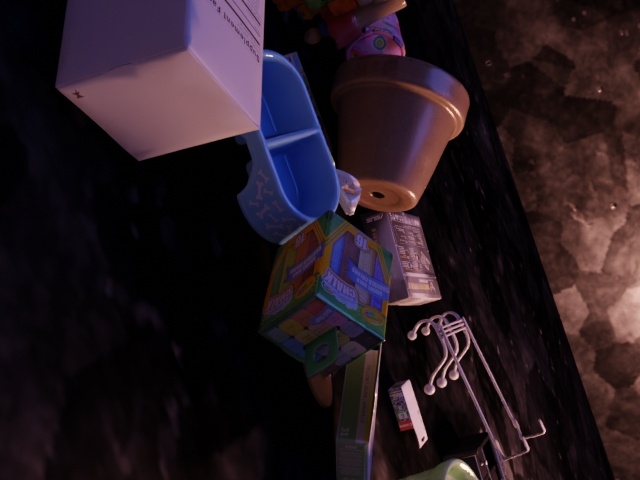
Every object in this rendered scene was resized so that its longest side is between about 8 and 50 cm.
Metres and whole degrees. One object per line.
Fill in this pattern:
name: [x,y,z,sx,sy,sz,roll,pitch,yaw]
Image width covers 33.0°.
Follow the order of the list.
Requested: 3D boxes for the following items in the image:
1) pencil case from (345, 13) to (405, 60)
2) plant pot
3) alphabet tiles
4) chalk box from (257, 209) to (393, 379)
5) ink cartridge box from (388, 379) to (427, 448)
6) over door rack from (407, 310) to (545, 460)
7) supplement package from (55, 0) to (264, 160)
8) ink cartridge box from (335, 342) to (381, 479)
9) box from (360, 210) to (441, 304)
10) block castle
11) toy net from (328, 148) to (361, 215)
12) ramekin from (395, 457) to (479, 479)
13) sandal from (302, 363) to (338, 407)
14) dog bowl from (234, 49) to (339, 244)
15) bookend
pencil case: [0.103,-0.425,2.226,0.284,0.124,0.124,-92,157,-60]
plant pot: [0.130,-0.185,2.008,0.263,0.263,0.229,43,55,-53]
alphabet tiles: [-0.042,-0.227,1.900,0.198,0.009,0.237,69,20,-9]
chalk box: [0.006,0.092,1.516,0.132,0.132,0.213,36,40,-23]
ink cartridge box: [0.157,0.313,1.941,0.063,0.029,0.115,-18,92,-71]
over door rack: [0.305,0.299,2.188,0.324,0.108,0.239,54,17,11]
supplement package: [-0.181,-0.275,1.296,0.175,0.178,0.293,46,38,-53]
ink cartridge box: [0.058,0.222,1.564,0.235,0.056,0.171,88,8,-46]
box: [0.162,0.036,2.149,0.231,0.056,0.183,7,67,-68]
block castle: [-0.031,-0.570,1.942,0.453,0.213,0.303,48,18,-61]
toy net: [0.014,-0.124,1.743,0.232,0.045,0.122,50,-17,53]
ramekin: [0.176,0.499,1.656,0.303,0.148,0.303,52,28,-43]
sandal: [0.015,0.128,1.646,0.088,0.079,0.240,29,47,-62]
dog bowl: [-0.065,-0.144,1.592,0.166,0.074,0.297,-22,92,-49]
bookend: [0.317,0.478,2.159,0.157,0.072,0.156,-10,83,-69]
